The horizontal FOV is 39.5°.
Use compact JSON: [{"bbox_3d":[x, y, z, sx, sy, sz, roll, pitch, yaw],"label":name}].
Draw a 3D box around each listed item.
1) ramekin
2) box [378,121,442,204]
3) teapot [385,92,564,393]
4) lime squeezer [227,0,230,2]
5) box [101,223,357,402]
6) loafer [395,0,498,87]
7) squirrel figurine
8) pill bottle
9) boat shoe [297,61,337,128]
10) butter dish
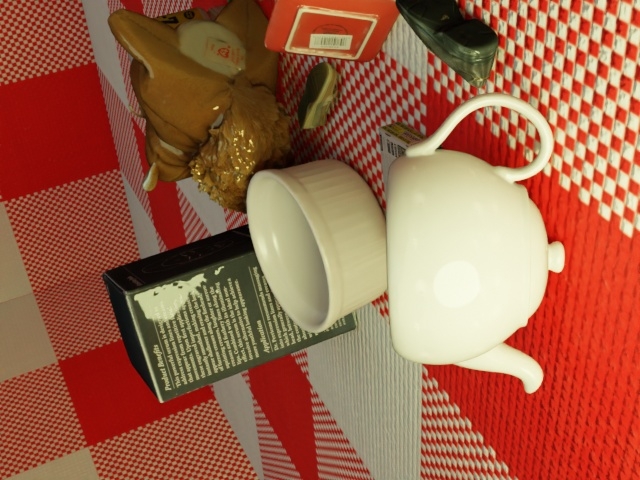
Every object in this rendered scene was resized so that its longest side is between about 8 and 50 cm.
[{"bbox_3d":[0.000,0.000,1.462,0.277,0.135,0.277,45,146,43],"label":"ramekin"},{"bbox_3d":[0.130,-0.049,1.234,0.114,0.036,0.207,43,147,54],"label":"box"},{"bbox_3d":[0.170,0.012,0.971,0.256,0.187,0.252,71,-161,-63],"label":"teapot"},{"bbox_3d":[-0.241,-0.606,1.751,0.310,0.059,0.110,59,-172,29],"label":"lime squeezer"},{"bbox_3d":[-0.180,0.112,1.703,0.293,0.395,0.212,-164,57,-68],"label":"box"},{"bbox_3d":[0.136,-0.233,1.009,0.061,0.062,0.170,84,159,-46],"label":"loafer"},{"bbox_3d":[-0.211,-0.194,1.632,0.397,0.281,0.370,54,143,15],"label":"squirrel figurine"},{"bbox_3d":[-0.274,-0.395,1.772,0.119,0.208,0.119,54,155,40],"label":"pill bottle"},{"bbox_3d":[0.003,-0.230,1.423,0.153,0.048,0.056,117,144,-56],"label":"boat shoe"},{"bbox_3d":[0.013,-0.320,1.178,0.160,0.160,0.118,124,148,-66],"label":"butter dish"}]
